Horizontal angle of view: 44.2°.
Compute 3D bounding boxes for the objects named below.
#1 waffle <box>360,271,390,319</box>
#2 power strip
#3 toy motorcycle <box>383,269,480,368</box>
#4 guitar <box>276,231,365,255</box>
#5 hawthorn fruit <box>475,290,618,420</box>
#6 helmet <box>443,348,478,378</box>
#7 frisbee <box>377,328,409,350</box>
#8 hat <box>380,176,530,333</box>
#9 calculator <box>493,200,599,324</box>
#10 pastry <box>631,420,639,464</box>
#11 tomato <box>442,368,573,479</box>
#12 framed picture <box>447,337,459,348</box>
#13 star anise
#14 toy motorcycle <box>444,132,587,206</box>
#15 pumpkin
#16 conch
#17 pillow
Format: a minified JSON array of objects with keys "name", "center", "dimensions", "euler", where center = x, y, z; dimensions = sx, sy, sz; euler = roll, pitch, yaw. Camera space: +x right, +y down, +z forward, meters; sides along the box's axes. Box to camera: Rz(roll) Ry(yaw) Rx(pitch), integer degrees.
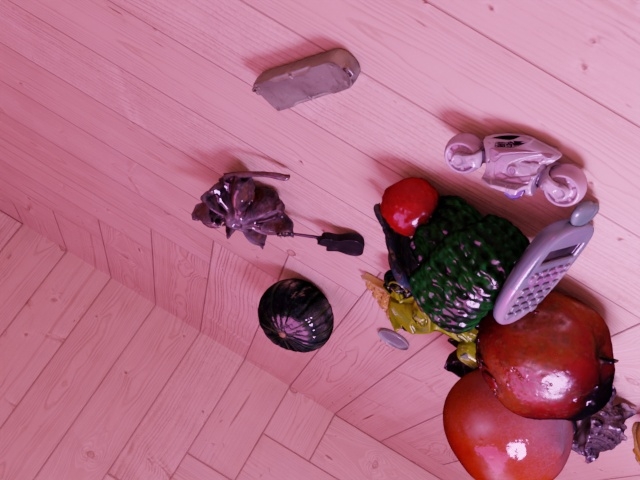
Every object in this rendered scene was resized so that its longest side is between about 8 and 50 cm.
[{"name":"waffle","center":[0.158,0.160,2.239],"dimensions":[0.125,0.032,0.191],"euler":[27,155,7]},{"name":"power strip","center":[-0.026,-0.308,1.508],"dimensions":[0.080,0.048,0.286],"euler":[42,155,-28]},{"name":"toy motorcycle","center":[0.301,0.201,2.008],"dimensions":[0.342,0.142,0.206],"euler":[29,158,12]},{"name":"guitar","center":[0.000,0.000,2.036],"dimensions":[0.233,0.025,0.088],"euler":[7,153,8]},{"name":"hawthorn fruit","center":[0.487,0.255,1.707],"dimensions":[0.316,0.316,0.316],"euler":[26,157,12]},{"name":"helmet","center":[0.406,0.341,2.217],"dimensions":[0.098,0.070,0.123],"euler":[29,150,-9]},{"name":"frisbee","center":[0.230,0.311,2.478],"dimensions":[0.110,0.014,0.110],"euler":[27,158,12]},{"name":"hat","center":[0.263,0.003,1.618],"dimensions":[0.332,0.242,0.274],"euler":[51,136,14]},{"name":"calculator","center":[0.418,0.042,1.458],"dimensions":[0.041,0.185,0.299],"euler":[46,128,30]},{"name":"pastry","center":[0.898,0.536,1.877],"dimensions":[0.315,0.184,0.284],"euler":[6,145,47]},{"name":"tomato","center":[0.467,0.453,1.927],"dimensions":[0.321,0.321,0.321],"euler":[26,157,12]},{"name":"framed picture","center":[0.537,0.355,2.188],"dimensions":[0.324,0.013,0.244],"euler":[37,157,-13]},{"name":"star anise","center":[-0.184,-0.095,2.064],"dimensions":[0.359,0.139,0.316],"euler":[1,153,25]},{"name":"toy motorcycle","center":[0.338,-0.136,1.362],"dimensions":[0.254,0.112,0.112],"euler":[22,155,21]},{"name":"pumpkin","center":[-0.069,0.231,2.462],"dimensions":[0.250,0.216,0.250],"euler":[19,121,36]},{"name":"conch","center":[0.673,0.441,2.022],"dimensions":[0.240,0.186,0.313],"euler":[45,170,9]},{"name":"pillow","center":[0.188,0.044,1.757],"dimensions":[0.034,0.189,0.255],"euler":[-21,149,14]}]
